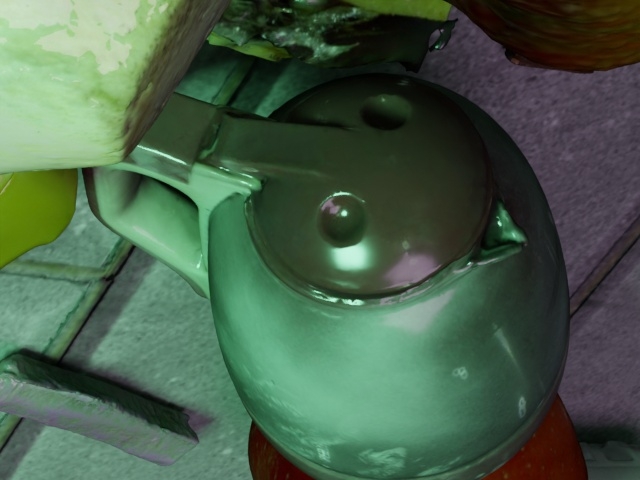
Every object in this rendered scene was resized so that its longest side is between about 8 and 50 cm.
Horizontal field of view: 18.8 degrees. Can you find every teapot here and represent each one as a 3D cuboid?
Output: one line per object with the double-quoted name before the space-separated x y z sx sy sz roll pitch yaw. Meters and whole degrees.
"teapot" 0.000 0.000 1.199 0.315 0.233 0.312 16 161 12

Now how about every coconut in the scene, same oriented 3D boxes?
"coconut" -0.151 -0.156 0.828 0.259 0.259 0.259 -18 142 -14

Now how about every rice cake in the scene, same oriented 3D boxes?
"rice cake" -0.168 0.124 1.410 0.047 0.036 0.207 -44 141 15

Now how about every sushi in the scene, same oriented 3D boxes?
"sushi" -0.056 -0.176 1.075 0.291 0.139 0.131 10 109 -41

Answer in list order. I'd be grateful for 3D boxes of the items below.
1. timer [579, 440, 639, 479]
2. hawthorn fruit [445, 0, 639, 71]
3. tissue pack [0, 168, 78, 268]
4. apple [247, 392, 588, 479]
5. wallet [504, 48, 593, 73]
"timer" 0.194 0.274 1.777 0.262 0.087 0.237 5 133 -37
"hawthorn fruit" 0.156 -0.268 0.965 0.369 0.285 0.284 -52 146 -14
"tissue pack" -0.238 -0.026 1.115 0.178 0.123 0.127 -40 135 16
"apple" 0.073 0.172 1.436 0.216 0.260 0.260 -38 144 -9
"wallet" 0.201 -0.182 1.294 0.095 0.026 0.176 1 135 -37
